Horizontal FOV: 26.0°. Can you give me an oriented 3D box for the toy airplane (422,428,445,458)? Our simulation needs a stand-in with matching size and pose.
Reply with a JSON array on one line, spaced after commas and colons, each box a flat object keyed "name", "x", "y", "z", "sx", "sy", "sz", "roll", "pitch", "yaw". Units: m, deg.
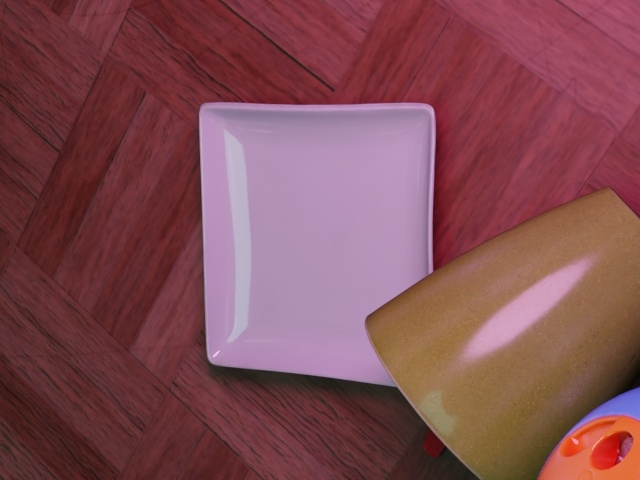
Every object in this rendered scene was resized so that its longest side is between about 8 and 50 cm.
[{"name": "toy airplane", "x": 0.177, "y": 0.218, "z": 1.673, "sx": 0.151, "sy": 0.028, "sz": 0.151, "roll": 4, "pitch": 98, "yaw": 31}]

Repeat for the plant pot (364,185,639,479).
[{"name": "plant pot", "x": 0.248, "y": 0.090, "z": 1.494, "sx": 0.293, "sy": 0.275, "sz": 0.275, "roll": -42, "pitch": 74, "yaw": 11}]

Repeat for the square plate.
[{"name": "square plate", "x": 0.000, "y": 0.000, "z": 1.740, "sx": 0.344, "sy": 0.049, "sz": 0.347, "roll": 3, "pitch": 99, "yaw": 31}]

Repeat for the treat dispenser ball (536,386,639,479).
[{"name": "treat dispenser ball", "x": 0.303, "y": 0.252, "z": 1.094, "sx": 0.288, "sy": 0.288, "sz": 0.288, "roll": 5, "pitch": 100, "yaw": 32}]
